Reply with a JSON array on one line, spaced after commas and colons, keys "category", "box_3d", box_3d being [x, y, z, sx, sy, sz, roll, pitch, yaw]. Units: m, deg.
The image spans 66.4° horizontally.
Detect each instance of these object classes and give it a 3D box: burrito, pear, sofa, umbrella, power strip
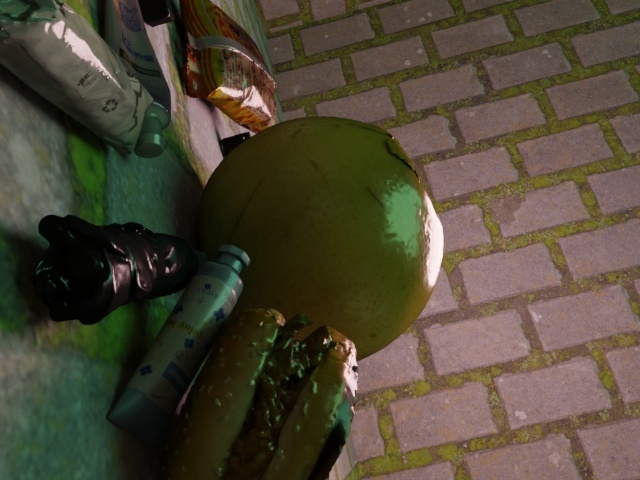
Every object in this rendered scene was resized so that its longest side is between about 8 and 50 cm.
[{"category": "burrito", "box_3d": [-0.176, -0.123, 0.351, 0.203, 0.064, 0.064, 65, 11, -78]}, {"category": "pear", "box_3d": [0.000, 0.000, 0.674, 0.348, 0.349, 0.347, -14, 90, -87]}, {"category": "sofa", "box_3d": [-0.148, -0.145, 0.946, 0.039, 0.060, 0.117, -120, -166, -72]}, {"category": "umbrella", "box_3d": [-0.140, 0.022, 0.393, 0.235, 0.059, 0.066, 60, 36, -87]}, {"category": "power strip", "box_3d": [-0.224, -0.339, 0.636, 0.029, 0.038, 0.111, -93, 170, -81]}]

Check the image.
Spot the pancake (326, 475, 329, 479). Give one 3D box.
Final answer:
[{"category": "pancake", "box_3d": [-0.009, 0.464, 0.948, 0.304, 0.067, 0.426, 91, -14, -72]}]

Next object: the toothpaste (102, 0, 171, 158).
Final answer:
[{"category": "toothpaste", "box_3d": [-0.198, -0.218, 0.519, 0.075, 0.048, 0.300, 58, 15, -67]}]

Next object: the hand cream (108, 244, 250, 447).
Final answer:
[{"category": "hand cream", "box_3d": [-0.109, 0.077, 0.404, 0.065, 0.043, 0.170, 71, 37, -48]}]

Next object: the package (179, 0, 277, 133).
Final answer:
[{"category": "package", "box_3d": [-0.161, -0.317, 0.889, 0.288, 0.109, 0.223, 25, 45, -73]}]

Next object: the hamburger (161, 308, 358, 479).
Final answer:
[{"category": "hamburger", "box_3d": [-0.053, 0.143, 0.414, 0.181, 0.118, 0.191, -59, 179, -6]}]
